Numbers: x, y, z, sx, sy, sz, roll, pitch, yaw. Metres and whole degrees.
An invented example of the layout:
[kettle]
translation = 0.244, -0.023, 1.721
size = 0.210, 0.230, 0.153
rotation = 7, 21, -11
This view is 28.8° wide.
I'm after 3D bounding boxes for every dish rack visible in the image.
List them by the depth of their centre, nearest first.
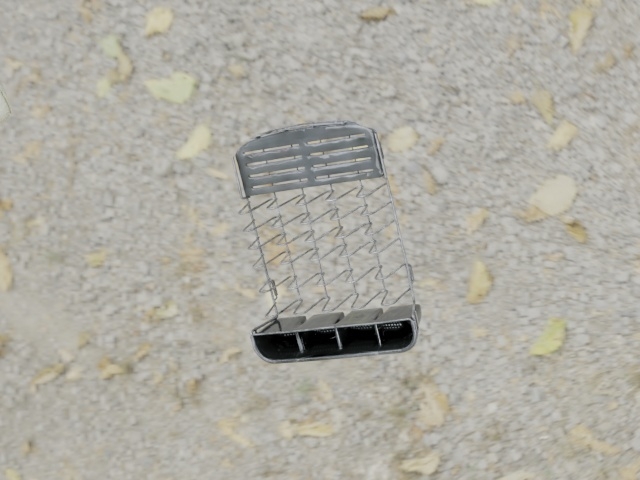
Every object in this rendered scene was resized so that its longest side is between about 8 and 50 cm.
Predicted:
[dish rack]
translation = 0.000, 0.000, 1.447
size = 0.208, 0.074, 0.271
rotation = -8, 105, 22

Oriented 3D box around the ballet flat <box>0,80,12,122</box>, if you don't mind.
[ballet flat]
translation = -0.471, -0.151, 1.639
size = 0.124, 0.116, 0.342
rotation = 32, 127, 14
